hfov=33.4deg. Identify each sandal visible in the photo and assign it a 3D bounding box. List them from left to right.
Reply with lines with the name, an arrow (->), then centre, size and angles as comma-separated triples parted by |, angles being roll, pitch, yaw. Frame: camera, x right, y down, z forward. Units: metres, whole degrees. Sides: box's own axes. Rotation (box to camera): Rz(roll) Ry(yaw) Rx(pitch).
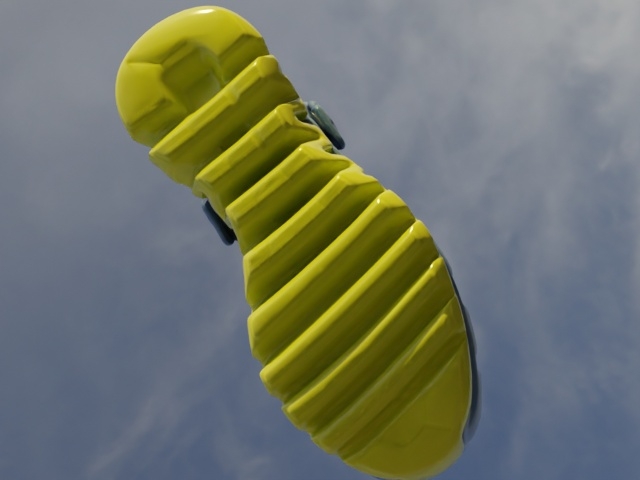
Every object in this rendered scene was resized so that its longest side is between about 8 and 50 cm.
sandal -> 0.000, 0.000, 0.650 | 0.317, 0.126, 0.138 | 61, -171, 22
